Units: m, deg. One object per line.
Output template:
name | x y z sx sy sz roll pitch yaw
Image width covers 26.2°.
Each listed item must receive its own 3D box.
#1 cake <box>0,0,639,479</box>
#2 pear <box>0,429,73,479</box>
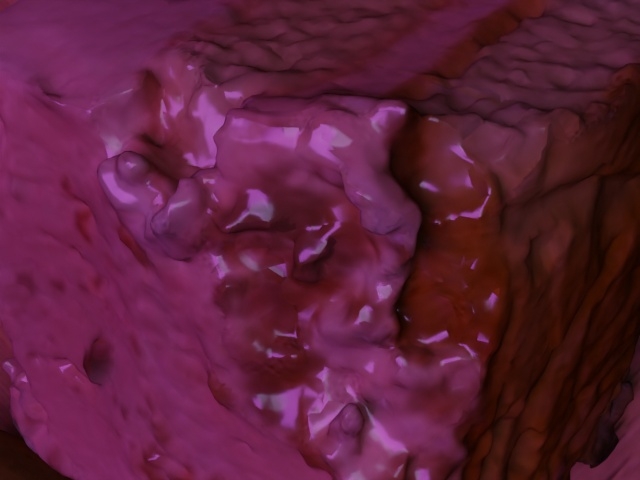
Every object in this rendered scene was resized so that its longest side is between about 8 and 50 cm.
cake | 0.000 0.000 0.729 0.307 0.293 0.314 26 130 26
pear | -0.297 0.303 0.992 0.348 0.348 0.348 6 101 32
